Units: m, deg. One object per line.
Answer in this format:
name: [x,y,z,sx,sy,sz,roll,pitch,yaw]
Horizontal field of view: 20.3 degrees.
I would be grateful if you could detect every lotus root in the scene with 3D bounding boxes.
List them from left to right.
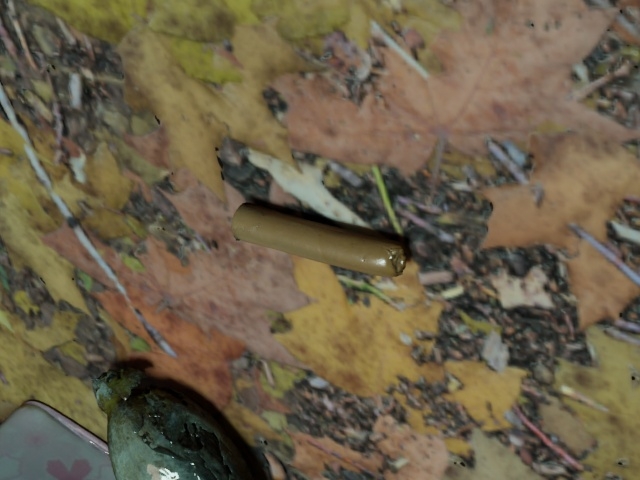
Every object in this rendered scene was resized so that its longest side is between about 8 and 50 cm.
lotus root: [-0.103,0.156,1.254,0.165,0.088,0.088,55,137,1]

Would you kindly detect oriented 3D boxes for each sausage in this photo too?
sausage: [0.000,0.000,1.087,0.116,0.026,0.026,14,130,28]

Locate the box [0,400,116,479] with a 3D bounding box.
box: [-0.257,0.293,1.263,0.190,0.370,0.112,33,136,9]
